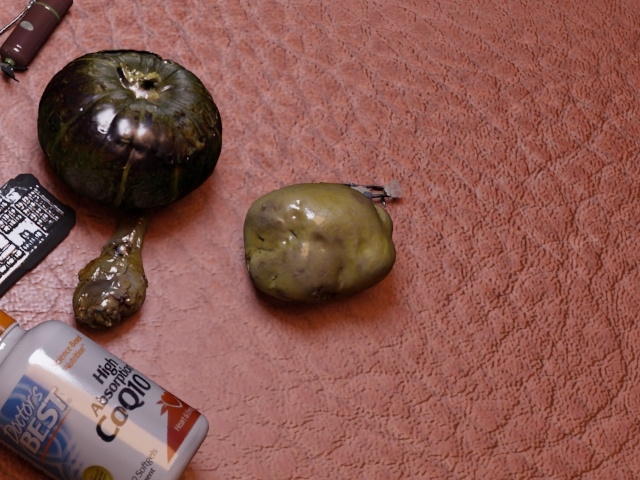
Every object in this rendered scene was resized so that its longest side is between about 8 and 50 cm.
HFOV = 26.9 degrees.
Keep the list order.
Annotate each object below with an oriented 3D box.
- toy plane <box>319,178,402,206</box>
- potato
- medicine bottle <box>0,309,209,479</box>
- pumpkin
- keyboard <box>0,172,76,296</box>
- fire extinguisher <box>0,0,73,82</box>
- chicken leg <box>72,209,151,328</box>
[{"bbox_3d":[0.057,-0.061,1.847,0.120,0.031,0.049,-3,59,-16],"label":"toy plane"},{"bbox_3d":[-0.002,0.001,1.743,0.200,0.137,0.155,-7,99,-21],"label":"potato"},{"bbox_3d":[-0.285,0.196,1.543,0.288,0.157,0.157,34,61,-1],"label":"medicine bottle"},{"bbox_3d":[-0.240,-0.147,1.703,0.237,0.159,0.238,8,44,-7],"label":"pumpkin"},{"bbox_3d":[-0.420,0.024,1.659,0.106,0.016,0.262,40,61,3],"label":"keyboard"},{"bbox_3d":[-0.395,-0.278,1.795,0.078,0.045,0.157,15,59,21],"label":"fire extinguisher"},{"bbox_3d":[-0.252,0.028,1.691,0.084,0.069,0.198,6,55,11],"label":"chicken leg"}]
